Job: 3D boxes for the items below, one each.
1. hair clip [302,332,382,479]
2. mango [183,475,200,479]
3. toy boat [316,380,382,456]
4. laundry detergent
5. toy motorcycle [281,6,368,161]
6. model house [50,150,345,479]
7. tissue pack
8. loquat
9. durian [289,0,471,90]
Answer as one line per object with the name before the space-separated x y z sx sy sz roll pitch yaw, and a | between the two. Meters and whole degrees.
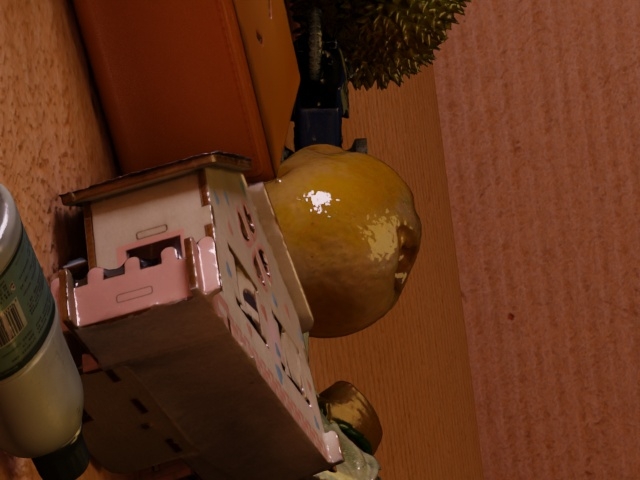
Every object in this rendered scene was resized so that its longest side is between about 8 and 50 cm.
hair clip | -0.048 0.146 1.706 0.138 0.091 0.321 27 19 -27
mango | -0.093 0.286 1.573 0.122 0.085 0.191 35 49 -79
toy boat | 0.018 0.228 2.208 0.088 0.089 0.229 -52 152 -20
laundry detergent | -0.197 0.074 1.209 0.099 0.070 0.226 -93 169 -49
toy motorcycle | -0.003 -0.135 2.211 0.169 0.113 0.315 -94 -178 -66
model house | -0.113 0.042 1.467 0.326 0.169 0.244 58 20 -52
tissue pack | -0.119 -0.206 1.576 0.194 0.145 0.274 -75 156 -58
loquat | -0.002 0.004 1.936 0.213 0.213 0.213 -6 90 -79
durian | 0.066 -0.331 2.296 0.224 0.291 0.291 14 68 -53
